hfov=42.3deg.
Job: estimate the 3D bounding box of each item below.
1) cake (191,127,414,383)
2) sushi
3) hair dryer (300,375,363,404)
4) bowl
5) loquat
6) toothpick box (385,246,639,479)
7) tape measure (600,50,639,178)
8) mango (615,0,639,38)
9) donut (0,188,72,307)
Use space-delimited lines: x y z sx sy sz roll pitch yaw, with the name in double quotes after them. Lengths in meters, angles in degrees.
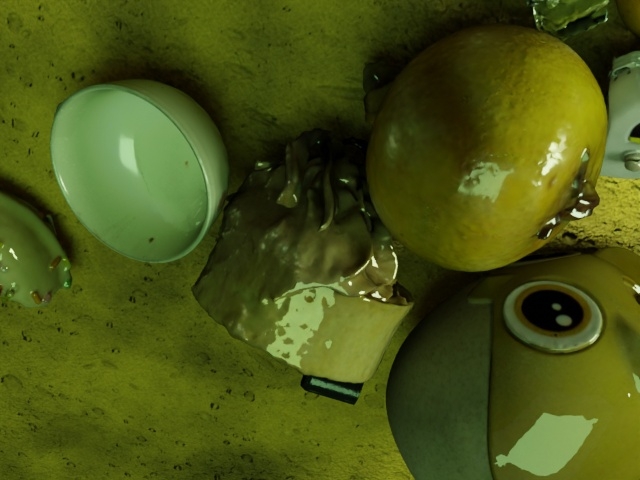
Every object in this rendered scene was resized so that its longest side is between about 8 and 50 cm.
0.008 0.004 1.230 0.332 0.332 0.321 24 101 -11 "cake"
0.273 -0.376 0.985 0.139 0.131 0.291 -16 124 32 "sushi"
0.052 0.193 1.503 0.114 0.070 0.248 17 124 -7 "hair dryer"
-0.245 -0.118 1.221 0.277 0.145 0.277 14 122 23 "bowl"
0.194 -0.130 1.084 0.359 0.328 0.328 37 132 23 "loquat"
0.346 0.220 1.272 0.425 0.409 0.409 -37 115 23 "toothpick box"
0.464 -0.161 1.083 0.197 0.120 0.236 12 157 15 "tape measure"
0.431 -0.342 1.000 0.151 0.120 0.221 16 136 -7 "mango"
-0.633 0.034 1.407 0.371 0.150 0.307 -20 123 22 "donut"
